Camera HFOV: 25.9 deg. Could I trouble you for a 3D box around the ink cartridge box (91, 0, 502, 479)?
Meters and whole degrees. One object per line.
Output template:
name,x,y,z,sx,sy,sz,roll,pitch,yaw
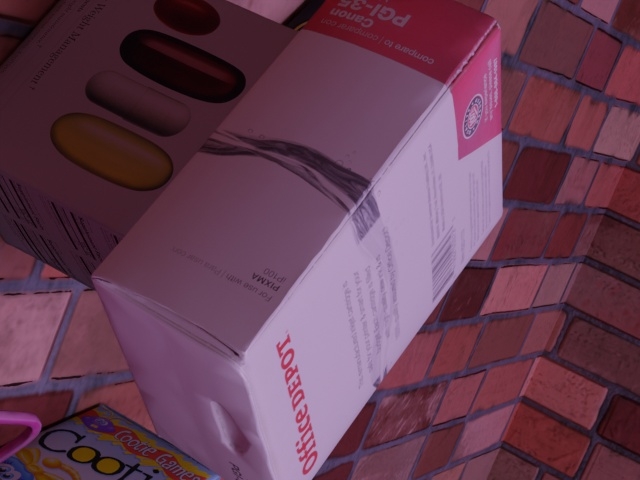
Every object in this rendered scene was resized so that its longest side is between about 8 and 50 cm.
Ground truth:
ink cartridge box,0.000,0.000,0.891,0.283,0.117,0.207,-52,154,-26

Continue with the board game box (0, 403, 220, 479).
board game box,-0.231,0.264,1.168,0.275,0.142,0.144,-19,131,-58

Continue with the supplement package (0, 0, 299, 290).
supplement package,-0.115,-0.065,0.992,0.194,0.203,0.149,-55,156,-21

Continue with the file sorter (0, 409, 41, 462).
file sorter,-0.255,0.137,0.732,0.182,0.291,0.202,-34,162,15

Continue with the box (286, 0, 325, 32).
box,-0.029,-0.037,1.341,0.395,0.097,0.318,-49,150,-31
